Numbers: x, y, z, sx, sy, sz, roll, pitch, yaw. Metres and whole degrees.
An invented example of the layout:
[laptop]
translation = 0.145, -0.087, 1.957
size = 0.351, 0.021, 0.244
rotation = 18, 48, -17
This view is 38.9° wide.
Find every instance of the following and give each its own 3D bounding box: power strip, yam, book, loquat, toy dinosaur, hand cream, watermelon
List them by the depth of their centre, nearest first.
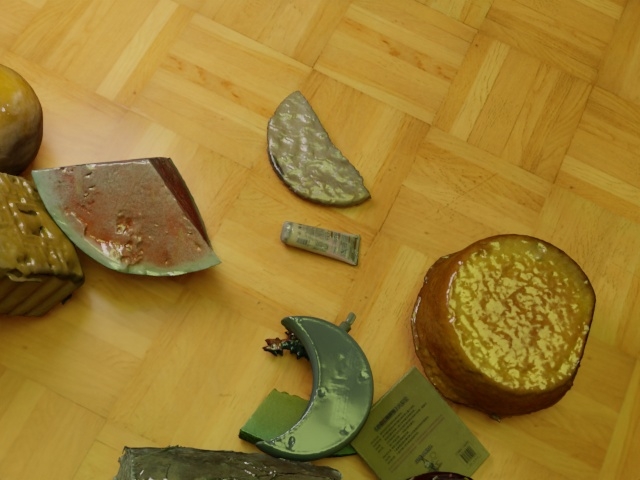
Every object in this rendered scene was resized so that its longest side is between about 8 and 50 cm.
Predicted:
[yam]
translation = -0.140, 0.407, 1.267
size = 0.348, 0.241, 0.241
rotation = 4, 67, -10
[power strip]
translation = 0.001, 0.221, 1.400
size = 0.168, 0.054, 0.253
rotation = 15, 64, -3
[book]
translation = 0.155, 0.325, 1.434
size = 0.168, 0.013, 0.192
rotation = -40, 92, -21
[watermelon]
translation = -0.292, -0.048, 1.469
size = 0.256, 0.176, 0.260
rotation = -33, 101, -40
[loquat]
translation = -0.568, -0.188, 1.479
size = 0.238, 0.193, 0.238
rotation = 17, 48, -19
[toy dinosaur]
translation = -0.019, 0.167, 1.480
size = 0.154, 0.049, 0.055
rotation = -1, 65, -3
[hand cream]
translation = 0.000, 0.000, 1.567
size = 0.143, 0.039, 0.061
rotation = 15, 59, -11

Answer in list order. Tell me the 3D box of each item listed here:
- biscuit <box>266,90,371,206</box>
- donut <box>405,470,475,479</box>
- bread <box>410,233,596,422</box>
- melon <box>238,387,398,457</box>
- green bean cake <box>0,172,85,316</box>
[biscuit]
translation = -0.025, -0.150, 1.625
size = 0.133, 0.032, 0.250
rotation = -29, 74, -19
[donut]
translation = 0.193, 0.464, 1.351
size = 0.235, 0.089, 0.235
rotation = 3, 76, -11
[bread]
translation = 0.302, 0.129, 1.476
size = 0.312, 0.172, 0.312
rotation = 3, 69, -8
[melon]
translation = 0.000, 0.297, 1.442
size = 0.262, 0.053, 0.114
rotation = 8, 48, -9
[green bean cake]
translation = -0.487, 0.000, 1.386
size = 0.131, 0.230, 0.224
rotation = -36, 69, 16
